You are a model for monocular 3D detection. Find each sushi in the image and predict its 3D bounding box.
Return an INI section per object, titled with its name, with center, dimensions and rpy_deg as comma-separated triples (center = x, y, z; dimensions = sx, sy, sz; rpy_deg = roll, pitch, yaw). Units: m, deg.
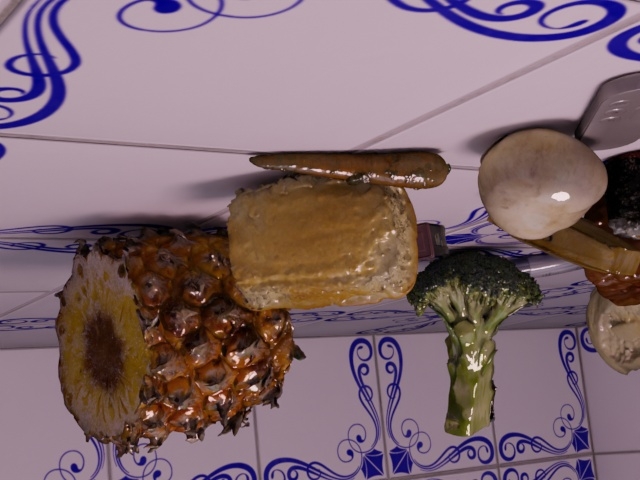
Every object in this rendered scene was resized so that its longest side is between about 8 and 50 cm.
[sushi]
center = 0.495, -0.061, 1.450
dimensions = 0.225, 0.126, 0.136
rpy_deg = -7, 170, 17

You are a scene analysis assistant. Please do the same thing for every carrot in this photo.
[carrot]
center = 0.038, -0.088, 1.295
dimensions = 0.254, 0.049, 0.049
rpy_deg = 2, 168, -17

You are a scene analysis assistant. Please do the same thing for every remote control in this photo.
[remote control]
center = 0.334, -0.139, 1.208
dimensions = 0.077, 0.022, 0.245
rpy_deg = -5, 170, 4

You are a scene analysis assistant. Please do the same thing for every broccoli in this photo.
[broccoli]
center = 0.273, 0.192, 2.145
dimensions = 0.252, 0.361, 0.221
rpy_deg = 23, -164, 16

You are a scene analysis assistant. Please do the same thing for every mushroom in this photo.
[mushroom]
center = 0.263, -0.073, 1.296
dimensions = 0.154, 0.122, 0.154
rpy_deg = 10, 137, 9

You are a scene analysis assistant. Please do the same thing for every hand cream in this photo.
[hand cream]
center = 0.471, 0.053, 2.279
dimensions = 0.255, 0.048, 0.079
rpy_deg = -7, 168, 4

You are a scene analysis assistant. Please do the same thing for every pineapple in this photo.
[pineapple]
center = -0.205, 0.146, 1.603
dimensions = 0.300, 0.352, 0.352
rpy_deg = -1, 169, -32

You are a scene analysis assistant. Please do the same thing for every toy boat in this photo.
[toy boat]
center = 0.346, -0.011, 1.543
dimensions = 0.226, 0.068, 0.088
rpy_deg = 25, -163, 25

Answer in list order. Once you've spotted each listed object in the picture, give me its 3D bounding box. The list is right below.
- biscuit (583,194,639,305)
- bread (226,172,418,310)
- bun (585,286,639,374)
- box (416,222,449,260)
[biscuit]
center = 0.608, -0.008, 1.674
dimensions = 0.395, 0.166, 0.342
rpy_deg = -10, 164, 19
[bread]
center = 0.000, 0.000, 1.372
dimensions = 0.245, 0.174, 0.121
rpy_deg = -7, 174, 7
[bun]
center = 0.639, 0.078, 2.019
dimensions = 0.364, 0.202, 0.364
rpy_deg = -36, 169, -8
[box]
center = 0.167, 0.005, 1.834
dimensions = 0.084, 0.060, 0.063
rpy_deg = -14, 175, 38
